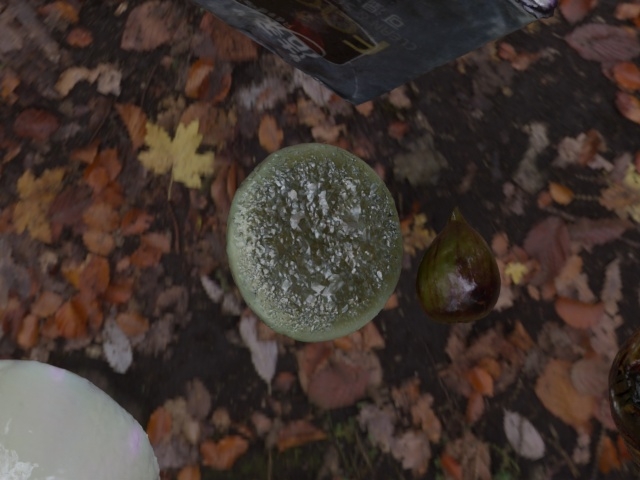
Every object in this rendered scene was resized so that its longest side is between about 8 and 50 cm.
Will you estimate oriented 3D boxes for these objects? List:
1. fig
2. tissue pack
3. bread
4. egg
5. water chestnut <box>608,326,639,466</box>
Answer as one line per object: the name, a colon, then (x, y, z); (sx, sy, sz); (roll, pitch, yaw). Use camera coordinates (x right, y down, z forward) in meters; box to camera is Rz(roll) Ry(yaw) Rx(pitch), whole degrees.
fig: (0.173, 0.029, 1.660); (0.103, 0.109, 0.154); (-15, 75, 36)
tissue pack: (0.034, -0.264, 1.225); (0.259, 0.361, 0.122); (33, 68, -20)
bread: (0.000, 0.000, 1.682); (0.267, 0.040, 0.266); (4, 83, -30)
egg: (-0.332, 0.310, 1.376); (0.337, 0.201, 0.337); (1, 121, 2)
water chestnut: (0.460, 0.178, 1.456); (0.289, 0.244, 0.289); (1, 97, 4)
